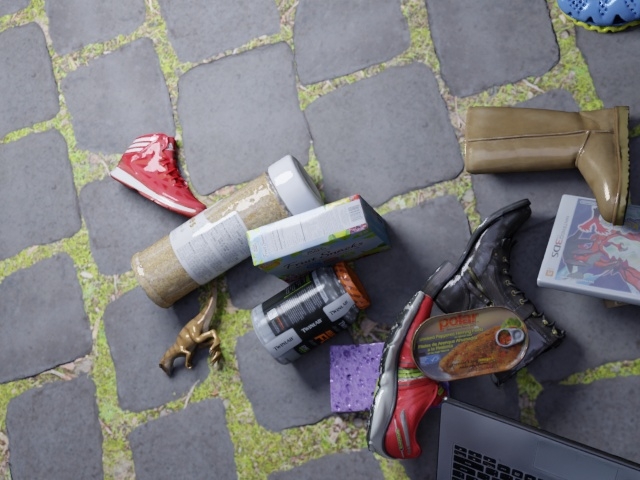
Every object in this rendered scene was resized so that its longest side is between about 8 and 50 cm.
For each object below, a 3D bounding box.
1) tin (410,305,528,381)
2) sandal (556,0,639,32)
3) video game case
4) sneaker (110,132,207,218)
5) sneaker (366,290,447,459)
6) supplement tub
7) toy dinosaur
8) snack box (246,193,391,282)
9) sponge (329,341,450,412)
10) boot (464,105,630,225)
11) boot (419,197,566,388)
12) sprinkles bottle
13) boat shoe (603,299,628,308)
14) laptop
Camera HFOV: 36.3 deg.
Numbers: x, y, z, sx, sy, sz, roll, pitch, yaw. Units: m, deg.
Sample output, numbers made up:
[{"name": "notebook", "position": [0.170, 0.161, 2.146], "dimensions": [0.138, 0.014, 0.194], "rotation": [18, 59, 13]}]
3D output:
[{"name": "tin", "position": [0.236, 0.163, 1.562], "dimensions": [0.189, 0.040, 0.106], "rotation": [-9, 92, -4]}, {"name": "sandal", "position": [0.552, -0.418, 1.627], "dimensions": [0.317, 0.138, 0.126], "rotation": [5, 83, 20]}, {"name": "video game case", "position": [0.471, 0.014, 1.577], "dimensions": [0.201, 0.023, 0.183], "rotation": [11, 57, 22]}, {"name": "sneaker", "position": [-0.289, -0.132, 1.850], "dimensions": [0.221, 0.087, 0.128], "rotation": [27, 89, 19]}, {"name": "sneaker", "position": [0.155, 0.225, 1.617], "dimensions": [0.118, 0.107, 0.279], "rotation": [14, 86, -1]}, {"name": "supplement tub", "position": [-0.015, 0.122, 1.698], "dimensions": [0.190, 0.117, 0.117], "rotation": [-33, 72, 9]}, {"name": "toy dinosaur", "position": [-0.221, 0.164, 1.780], "dimensions": [0.112, 0.064, 0.211], "rotation": [36, 90, 21]}, {"name": "snack box", "position": [0.000, 0.000, 1.687], "dimensions": [0.207, 0.174, 0.070], "rotation": [-19, 73, 12]}, {"name": "sponge", "position": [0.120, 0.233, 1.679], "dimensions": [0.210, 0.031, 0.117], "rotation": [-5, 79, 15]}, {"name": "boot", "position": [0.376, -0.127, 1.635], "dimensions": [0.269, 0.089, 0.236], "rotation": [0, 56, 16]}, {"name": "boot", "position": [0.320, 0.087, 1.630], "dimensions": [0.229, 0.091, 0.263], "rotation": [45, 98, 14]}, {"name": "sprinkles bottle", "position": [-0.168, -0.013, 1.769], "dimensions": [0.355, 0.121, 0.121], "rotation": [-32, 72, 9]}, {"name": "boat shoe", "position": [0.540, 0.087, 1.571], "dimensions": [0.170, 0.063, 0.059], "rotation": [-1, 91, 17]}, {"name": "laptop", "position": [0.317, 0.494, 1.466], "dimensions": [0.382, 0.408, 0.236], "rotation": [17, 50, 19]}]
